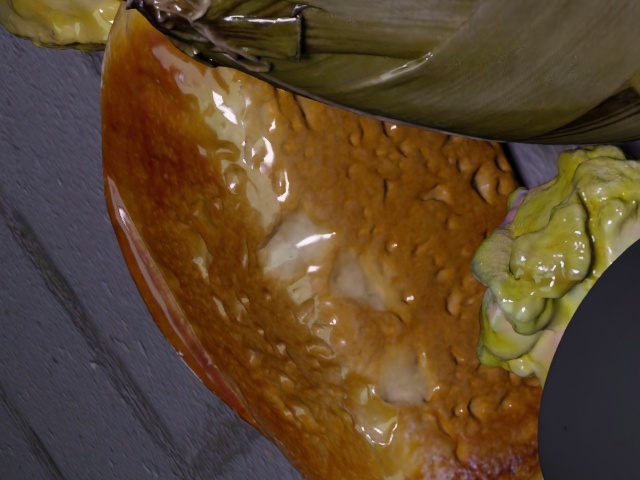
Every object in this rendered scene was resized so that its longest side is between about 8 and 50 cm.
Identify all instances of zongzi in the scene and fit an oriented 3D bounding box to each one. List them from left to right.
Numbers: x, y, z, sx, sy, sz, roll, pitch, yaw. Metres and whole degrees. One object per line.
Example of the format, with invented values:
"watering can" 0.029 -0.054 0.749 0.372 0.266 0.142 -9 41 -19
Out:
"zongzi" 0.086 -0.111 0.575 0.300 0.274 0.145 17 100 44

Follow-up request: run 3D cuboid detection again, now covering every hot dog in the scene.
"hot dog" 0.002 -0.001 0.848 0.223 0.185 0.405 -13 104 57

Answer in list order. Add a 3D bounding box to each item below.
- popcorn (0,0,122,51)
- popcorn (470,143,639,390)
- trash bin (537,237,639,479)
"popcorn" -0.162 -0.233 0.907 0.250 0.190 0.250 36 152 23
"popcorn" 0.145 0.019 0.716 0.126 0.125 0.145 13 138 9
"trash bin" 0.266 0.118 0.548 0.334 0.214 0.214 33 140 51
